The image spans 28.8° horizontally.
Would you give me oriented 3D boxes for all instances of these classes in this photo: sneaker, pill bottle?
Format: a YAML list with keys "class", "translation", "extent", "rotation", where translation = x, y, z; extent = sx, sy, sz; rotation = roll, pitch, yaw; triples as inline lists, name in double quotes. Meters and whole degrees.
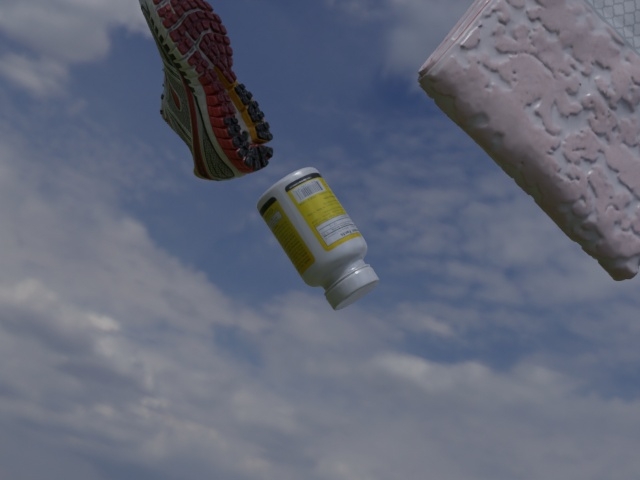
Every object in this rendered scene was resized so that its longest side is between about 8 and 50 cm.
- class: "sneaker"
  translation: [-0.138, -0.163, 1.289]
  extent: [0.092, 0.225, 0.088]
  rotation: [-21, 3, 36]
- class: "pill bottle"
  translation: [0.000, 0.000, 1.080]
  extent: [0.116, 0.065, 0.065]
  rotation: [57, -14, 13]

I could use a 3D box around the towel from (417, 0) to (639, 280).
- class: "towel"
  translation: [0.309, -0.175, 1.401]
  extent: [0.332, 0.317, 0.053]
  rotation: [43, -21, -11]
